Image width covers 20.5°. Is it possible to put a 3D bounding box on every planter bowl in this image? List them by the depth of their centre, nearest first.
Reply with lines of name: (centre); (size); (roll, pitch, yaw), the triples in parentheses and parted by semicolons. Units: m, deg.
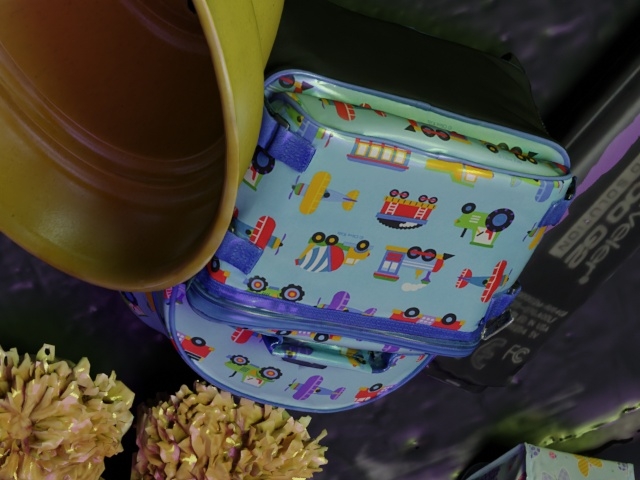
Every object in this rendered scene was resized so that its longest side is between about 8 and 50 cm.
planter bowl: (-0.078, -0.097, 0.603); (0.090, 0.217, 0.217); (-38, 137, -33)

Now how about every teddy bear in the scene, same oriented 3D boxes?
teddy bear: (-0.116, 0.192, 0.821); (0.245, 0.113, 0.338); (23, 115, -28)

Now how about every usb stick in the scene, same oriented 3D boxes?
usb stick: (0.139, -0.042, 0.776); (0.077, 0.045, 0.278); (25, 114, -39)

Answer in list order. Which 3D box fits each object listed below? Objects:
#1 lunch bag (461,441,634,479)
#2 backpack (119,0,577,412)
lunch bag: (0.107, 0.137, 0.890); (0.071, 0.053, 0.083); (13, 145, -26)
backpack: (0.000, 0.000, 0.716); (0.158, 0.117, 0.173); (16, 121, -26)
